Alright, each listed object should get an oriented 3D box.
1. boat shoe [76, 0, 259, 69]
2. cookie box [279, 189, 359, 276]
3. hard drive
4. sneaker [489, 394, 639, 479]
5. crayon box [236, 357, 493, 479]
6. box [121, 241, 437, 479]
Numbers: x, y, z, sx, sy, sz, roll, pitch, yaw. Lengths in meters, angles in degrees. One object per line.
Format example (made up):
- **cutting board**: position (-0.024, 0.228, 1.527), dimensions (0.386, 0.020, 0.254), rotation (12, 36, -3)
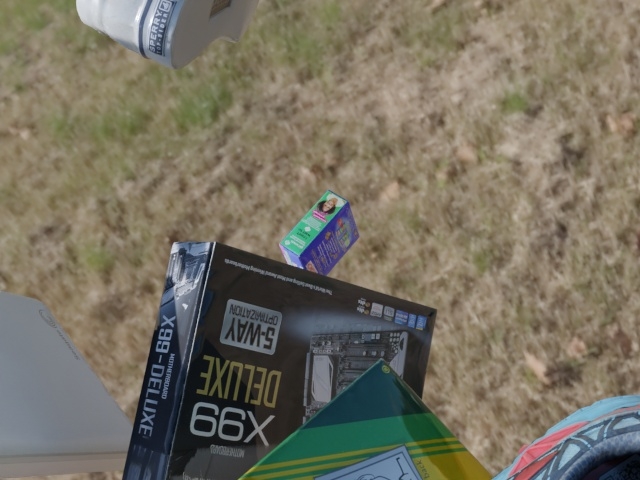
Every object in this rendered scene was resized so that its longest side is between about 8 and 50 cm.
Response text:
- **boat shoe**: position (-0.167, -0.279, 1.083), dimensions (0.156, 0.136, 0.367), rotation (21, 28, 4)
- **cookie box**: position (0.000, 0.000, 1.374), dimensions (0.040, 0.092, 0.107), rotation (30, 68, 29)
- **hard drive**: position (-0.324, 0.130, 0.982), dimensions (0.047, 0.353, 0.233), rotation (-42, 72, 4)
- **sneaker**: position (0.089, 0.160, 0.469), dimensions (0.262, 0.125, 0.104), rotation (-40, 81, -7)
- **crayon box**: position (0.062, 0.313, 0.734), dimensions (0.313, 0.363, 0.106), rotation (-33, -14, -47)
- **box**: position (-0.030, 0.153, 0.995), dimensions (0.076, 0.307, 0.242), rotation (-1, 74, 50)
